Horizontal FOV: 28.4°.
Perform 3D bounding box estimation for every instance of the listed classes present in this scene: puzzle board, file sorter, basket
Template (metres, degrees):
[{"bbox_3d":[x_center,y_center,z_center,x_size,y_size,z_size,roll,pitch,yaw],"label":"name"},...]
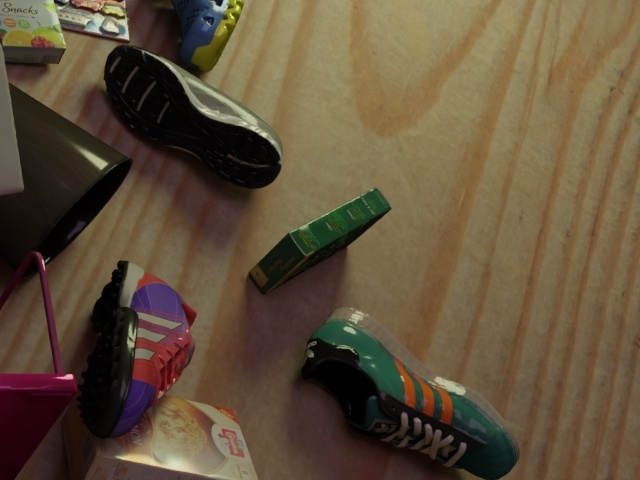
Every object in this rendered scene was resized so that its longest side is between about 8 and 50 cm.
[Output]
[{"bbox_3d":[-0.323,-0.323,1.731,0.128,0.011,0.096,8,55,-30],"label":"puzzle board"},{"bbox_3d":[-0.418,0.115,1.214,0.290,0.202,0.182,4,54,-33],"label":"file sorter"},{"bbox_3d":[-0.362,-0.097,1.445,0.227,0.154,0.204,40,44,1],"label":"basket"}]

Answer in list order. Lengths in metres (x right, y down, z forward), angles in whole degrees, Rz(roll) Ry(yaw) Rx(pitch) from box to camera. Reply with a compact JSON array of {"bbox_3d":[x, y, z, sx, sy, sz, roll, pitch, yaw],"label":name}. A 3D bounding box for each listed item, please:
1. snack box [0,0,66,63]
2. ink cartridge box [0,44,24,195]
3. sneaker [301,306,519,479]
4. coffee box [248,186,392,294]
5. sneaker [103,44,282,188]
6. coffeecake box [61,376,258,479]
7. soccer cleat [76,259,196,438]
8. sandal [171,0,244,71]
[{"bbox_3d":[-0.406,-0.277,1.616,0.141,0.037,0.100,-2,59,-33],"label":"snack box"},{"bbox_3d":[-0.513,-0.087,1.170,0.384,0.279,0.160,-13,96,-52],"label":"ink cartridge box"},{"bbox_3d":[0.104,0.217,1.577,0.302,0.108,0.121,36,45,4],"label":"sneaker"},{"bbox_3d":[0.000,0.000,1.652,0.184,0.113,0.040,-28,81,-45],"label":"coffee box"},{"bbox_3d":[-0.168,-0.166,1.681,0.271,0.100,0.108,34,21,-6],"label":"sneaker"},{"bbox_3d":[-0.172,0.229,1.354,0.185,0.068,0.142,17,22,-25],"label":"coffeecake box"},{"bbox_3d":[-0.186,0.121,1.361,0.116,0.108,0.318,27,16,-15],"label":"soccer cleat"},{"bbox_3d":[-0.181,-0.362,1.792,0.138,0.126,0.317,18,42,-19],"label":"sandal"}]
